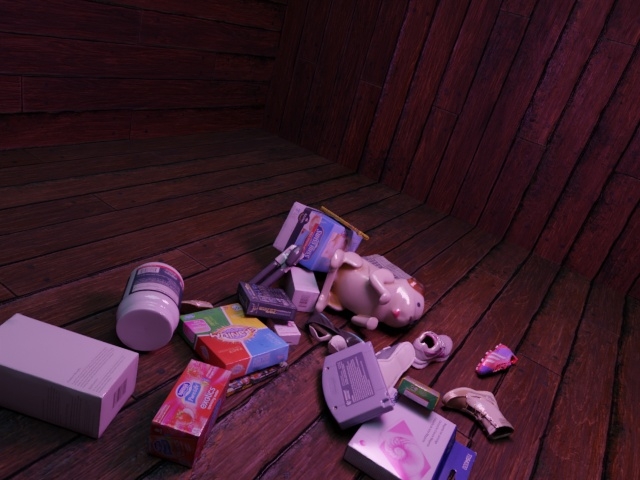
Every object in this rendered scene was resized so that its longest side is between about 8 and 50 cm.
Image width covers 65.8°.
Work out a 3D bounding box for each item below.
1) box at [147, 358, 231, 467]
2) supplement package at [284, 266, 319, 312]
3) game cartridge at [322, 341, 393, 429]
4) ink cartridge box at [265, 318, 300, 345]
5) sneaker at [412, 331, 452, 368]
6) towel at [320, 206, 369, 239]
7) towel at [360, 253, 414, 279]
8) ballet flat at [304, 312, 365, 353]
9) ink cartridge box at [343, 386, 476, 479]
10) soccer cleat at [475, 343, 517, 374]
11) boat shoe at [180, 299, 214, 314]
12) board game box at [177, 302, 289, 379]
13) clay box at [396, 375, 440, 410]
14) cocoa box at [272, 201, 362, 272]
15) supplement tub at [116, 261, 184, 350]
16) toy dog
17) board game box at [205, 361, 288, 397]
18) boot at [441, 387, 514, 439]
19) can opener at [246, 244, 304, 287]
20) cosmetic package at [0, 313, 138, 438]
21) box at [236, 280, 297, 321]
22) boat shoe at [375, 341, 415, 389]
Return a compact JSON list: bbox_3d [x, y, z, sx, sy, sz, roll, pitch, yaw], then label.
[{"bbox_3d":[-0.347,0.458,1.339,0.128,0.122,0.256,17,25,3],"label":"box"},{"bbox_3d":[-0.080,0.200,2.043,0.105,0.105,0.179,9,27,-16],"label":"supplement package"},{"bbox_3d":[0.105,0.457,1.574,0.196,0.060,0.294,-20,29,3],"label":"game cartridge"},{"bbox_3d":[-0.137,0.328,1.812,0.089,0.052,0.122,2,30,-29],"label":"ink cartridge box"},{"bbox_3d":[0.438,0.409,1.919,0.252,0.111,0.103,-11,37,-45],"label":"sneaker"},{"bbox_3d":[0.105,-0.074,2.166,0.237,0.021,0.102,36,3,31],"label":"towel"},{"bbox_3d":[0.298,0.162,2.404,0.312,0.056,0.324,-11,36,-44],"label":"towel"},{"bbox_3d":[0.045,0.363,1.817,0.096,0.095,0.281,-21,33,-38],"label":"ballet flat"},{"bbox_3d":[0.282,0.615,1.463,0.330,0.071,0.324,25,26,21],"label":"ink cartridge box"},{"bbox_3d":[0.703,0.484,1.967,0.095,0.083,0.248,37,30,29],"label":"soccer cleat"},{"bbox_3d":[-0.458,0.242,1.806,0.136,0.050,0.045,15,20,-26],"label":"boat shoe"},{"bbox_3d":[-0.296,0.327,1.653,0.242,0.064,0.317,-9,27,-41],"label":"board game box"},{"bbox_3d":[0.329,0.504,1.646,0.128,0.053,0.222,25,-7,19],"label":"clay box"},{"bbox_3d":[0.000,0.000,2.235,0.228,0.231,0.347,31,7,26],"label":"cocoa box"},{"bbox_3d":[-0.559,0.212,1.634,0.191,0.191,0.272,9,26,-14],"label":"supplement tub"},{"bbox_3d":[0.221,0.229,2.034,0.408,0.284,0.395,22,8,9],"label":"toy dog"},{"bbox_3d":[-0.242,0.414,1.604,0.136,0.030,0.260,32,29,35],"label":"board game box"},{"bbox_3d":[0.529,0.583,1.664,0.214,0.077,0.165,10,28,-20],"label":"boot"},{"bbox_3d":[-0.183,0.112,2.009,0.283,0.095,0.076,-41,75,-20],"label":"can opener"},{"bbox_3d":[-0.702,0.350,1.312,0.366,0.155,0.197,17,25,3],"label":"cosmetic package"},{"bbox_3d":[-0.206,0.227,1.855,0.184,0.059,0.233,14,7,-22],"label":"box"},{"bbox_3d":[0.213,0.456,1.748,0.320,0.116,0.099,-24,3,-44],"label":"boat shoe"}]
